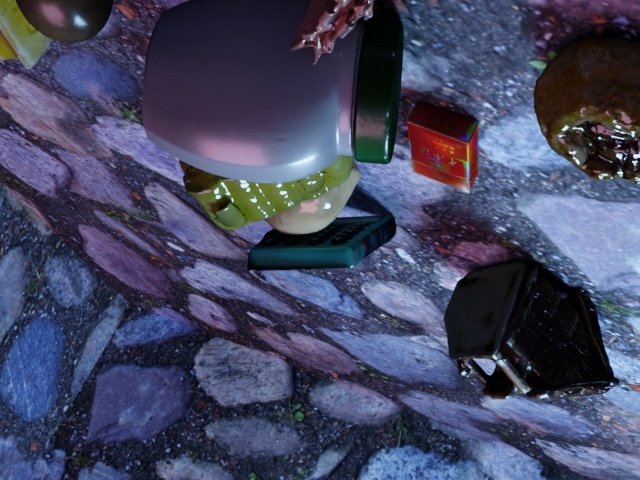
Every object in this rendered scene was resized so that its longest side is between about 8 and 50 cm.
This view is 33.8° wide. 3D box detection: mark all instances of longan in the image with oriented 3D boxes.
[{"bbox_3d":[-0.439,-0.432,1.793,0.185,0.159,0.204,60,-174,-30],"label":"longan"}]

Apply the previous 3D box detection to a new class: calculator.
[{"bbox_3d":[0.000,0.000,2.119,0.248,0.274,0.058,-2,104,25],"label":"calculator"}]

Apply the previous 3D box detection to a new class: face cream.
[{"bbox_3d":[-0.064,-0.230,1.533,0.357,0.312,0.219,6,153,7],"label":"face cream"}]

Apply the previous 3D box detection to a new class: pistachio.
[{"bbox_3d":[-0.026,-0.107,2.020,0.187,0.187,0.299,32,168,-9],"label":"pistachio"}]

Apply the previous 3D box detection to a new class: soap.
[{"bbox_3d":[-0.550,-0.449,1.857,0.089,0.173,0.274,21,160,16],"label":"soap"}]

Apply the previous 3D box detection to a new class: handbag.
[{"bbox_3d":[0.043,-0.327,1.342,0.059,0.157,0.212,33,154,-14],"label":"handbag"}]

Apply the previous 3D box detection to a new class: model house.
[{"bbox_3d":[0.404,0.226,2.082,0.282,0.297,0.317,40,157,-14],"label":"model house"}]

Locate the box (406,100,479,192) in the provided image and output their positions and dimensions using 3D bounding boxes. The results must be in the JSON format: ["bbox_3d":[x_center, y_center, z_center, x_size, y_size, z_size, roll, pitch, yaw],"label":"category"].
[{"bbox_3d":[0.205,-0.153,1.757,0.112,0.048,0.175,21,160,19],"label":"box"}]

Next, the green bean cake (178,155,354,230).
[{"bbox_3d":[-0.114,-0.207,1.754,0.310,0.285,0.202,68,-173,30],"label":"green bean cake"}]

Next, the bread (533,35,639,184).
[{"bbox_3d":[0.385,-0.162,1.377,0.230,0.123,0.230,27,160,11],"label":"bread"}]
